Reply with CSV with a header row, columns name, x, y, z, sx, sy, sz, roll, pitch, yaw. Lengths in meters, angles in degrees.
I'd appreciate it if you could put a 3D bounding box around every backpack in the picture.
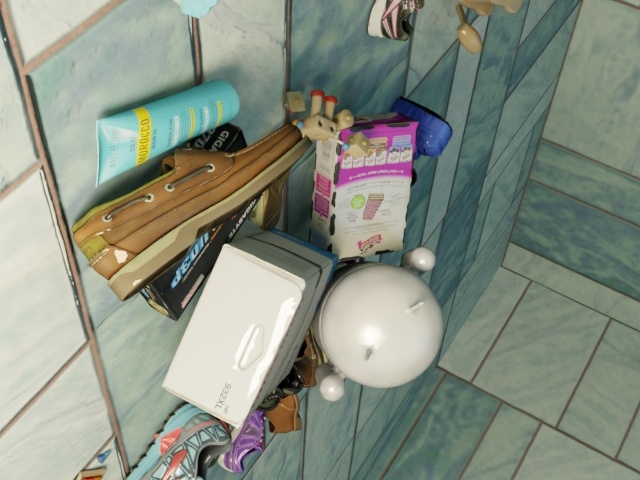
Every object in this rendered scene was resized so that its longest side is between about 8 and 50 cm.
name,x,y,z,sx,sy,sz,roll,pitch,yaw
backpack,0.192,-0.208,1.779,0.101,0.120,0.098,-64,162,2

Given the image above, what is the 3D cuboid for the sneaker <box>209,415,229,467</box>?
name,x,y,z,sx,sy,sz,roll,pitch,yaw
sneaker,-0.212,0.382,1.562,0.192,0.064,0.086,-58,156,-25

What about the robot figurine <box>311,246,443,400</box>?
name,x,y,z,sx,sy,sz,roll,pitch,yaw
robot figurine,0.090,0.137,1.532,0.300,0.199,0.353,-57,-175,-4

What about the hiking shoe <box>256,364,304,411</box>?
name,x,y,z,sx,sy,sz,roll,pitch,yaw
hiking shoe,-0.087,0.263,1.655,0.086,0.114,0.227,-51,155,-27

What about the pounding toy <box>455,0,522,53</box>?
name,x,y,z,sx,sy,sz,roll,pitch,yaw
pounding toy,0.296,-0.509,1.741,0.154,0.154,0.270,39,66,-42

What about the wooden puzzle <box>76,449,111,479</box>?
name,x,y,z,sx,sy,sz,roll,pitch,yaw
wooden puzzle,-0.333,0.356,1.283,0.116,0.014,0.078,-67,162,8

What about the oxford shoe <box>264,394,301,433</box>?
name,x,y,z,sx,sy,sz,roll,pitch,yaw
oxford shoe,-0.085,0.322,1.836,0.076,0.076,0.212,-14,130,-13

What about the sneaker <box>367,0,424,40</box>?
name,x,y,z,sx,sy,sz,roll,pitch,yaw
sneaker,0.133,-0.397,1.433,0.072,0.077,0.178,-47,155,-43

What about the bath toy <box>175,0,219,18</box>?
name,x,y,z,sx,sy,sz,roll,pitch,yaw
bath toy,-0.044,-0.350,0.942,0.151,0.129,0.348,-33,-171,47

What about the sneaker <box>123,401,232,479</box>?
name,x,y,z,sx,sy,sz,roll,pitch,yaw
sneaker,-0.232,0.384,1.416,0.262,0.125,0.104,-58,160,-17

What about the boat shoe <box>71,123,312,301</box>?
name,x,y,z,sx,sy,sz,roll,pitch,yaw
boat shoe,-0.138,-0.063,1.030,0.307,0.104,0.110,-40,179,-32

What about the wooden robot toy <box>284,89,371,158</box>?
name,x,y,z,sx,sy,sz,roll,pitch,yaw
wooden robot toy,-0.008,-0.174,1.370,0.173,0.079,0.076,21,65,-39

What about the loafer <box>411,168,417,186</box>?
name,x,y,z,sx,sy,sz,roll,pitch,yaw
loafer,0.101,-0.142,1.654,0.109,0.095,0.302,-66,160,9

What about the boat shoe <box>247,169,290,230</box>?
name,x,y,z,sx,sy,sz,roll,pitch,yaw
boat shoe,-0.080,-0.091,1.338,0.056,0.048,0.153,-22,130,-46

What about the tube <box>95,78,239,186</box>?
name,x,y,z,sx,sy,sz,roll,pitch,yaw
tube,-0.175,-0.130,1.017,0.207,0.052,0.080,-34,139,-46

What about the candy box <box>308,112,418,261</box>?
name,x,y,z,sx,sy,sz,roll,pitch,yaw
candy box,0.069,-0.089,1.514,0.159,0.071,0.233,-9,115,-31

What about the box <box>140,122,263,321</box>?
name,x,y,z,sx,sy,sz,roll,pitch,yaw
box,-0.164,-0.026,1.168,0.220,0.051,0.175,-57,161,-20

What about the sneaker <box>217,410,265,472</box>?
name,x,y,z,sx,sy,sz,roll,pitch,yaw
sneaker,-0.131,0.374,1.764,0.170,0.071,0.068,-60,162,-15

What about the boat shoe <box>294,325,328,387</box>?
name,x,y,z,sx,sy,sz,roll,pitch,yaw
boat shoe,-0.047,0.197,1.732,0.095,0.095,0.257,-47,143,-41

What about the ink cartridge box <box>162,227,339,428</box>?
name,x,y,z,sx,sy,sz,roll,pitch,yaw
ink cartridge box,-0.092,0.113,1.346,0.223,0.129,0.307,-65,173,9

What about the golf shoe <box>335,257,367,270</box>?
name,x,y,z,sx,sy,sz,roll,pitch,yaw
golf shoe,0.070,0.079,1.855,0.306,0.115,0.140,-21,131,-66
